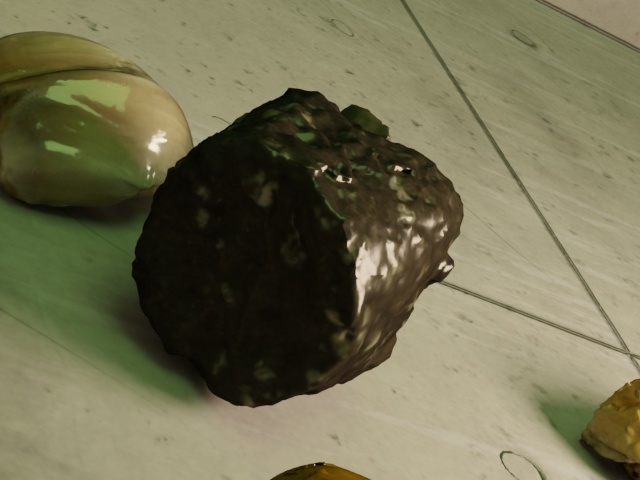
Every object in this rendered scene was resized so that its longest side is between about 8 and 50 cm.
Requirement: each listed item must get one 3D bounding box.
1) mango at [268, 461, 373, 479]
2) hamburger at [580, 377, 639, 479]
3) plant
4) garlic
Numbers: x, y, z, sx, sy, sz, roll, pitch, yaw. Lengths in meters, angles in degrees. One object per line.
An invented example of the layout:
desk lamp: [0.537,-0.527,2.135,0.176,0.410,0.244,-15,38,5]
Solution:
mango: [-0.019,0.209,0.944,0.248,0.151,0.156,12,65,-48]
hamburger: [0.371,0.194,1.518,0.207,0.135,0.155,17,26,-29]
plant: [0.000,0.000,1.310,0.213,0.215,0.312,37,20,16]
garlic: [-0.203,-0.114,1.408,0.228,0.110,0.217,10,29,-43]
